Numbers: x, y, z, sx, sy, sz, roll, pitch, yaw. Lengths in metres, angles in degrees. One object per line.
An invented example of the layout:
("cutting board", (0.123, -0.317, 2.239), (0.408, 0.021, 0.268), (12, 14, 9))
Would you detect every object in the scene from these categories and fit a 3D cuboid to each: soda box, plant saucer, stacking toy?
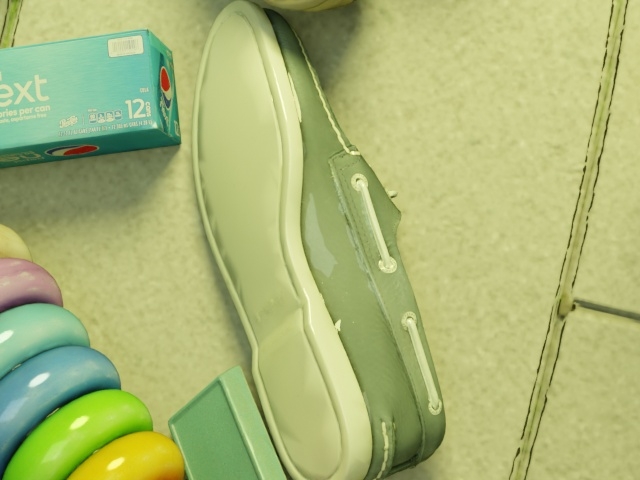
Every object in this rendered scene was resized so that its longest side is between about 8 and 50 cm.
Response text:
("soda box", (-0.202, -0.086, 1.183), (0.210, 0.071, 0.067), (-6, 84, 8))
("plant saucer", (-0.044, 0.171, 1.115), (0.067, 0.018, 0.192), (-42, 56, 27))
("stacking toy", (-0.142, 0.138, 1.085), (0.141, 0.141, 0.330), (-48, 66, 2))

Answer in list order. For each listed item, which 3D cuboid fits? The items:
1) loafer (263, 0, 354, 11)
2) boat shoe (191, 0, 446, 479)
("loafer", (-0.047, -0.245, 1.167), (0.102, 0.092, 0.268), (-32, 65, 14))
("boat shoe", (0.000, 0.000, 1.151), (0.099, 0.116, 0.319), (-5, 74, -34))
